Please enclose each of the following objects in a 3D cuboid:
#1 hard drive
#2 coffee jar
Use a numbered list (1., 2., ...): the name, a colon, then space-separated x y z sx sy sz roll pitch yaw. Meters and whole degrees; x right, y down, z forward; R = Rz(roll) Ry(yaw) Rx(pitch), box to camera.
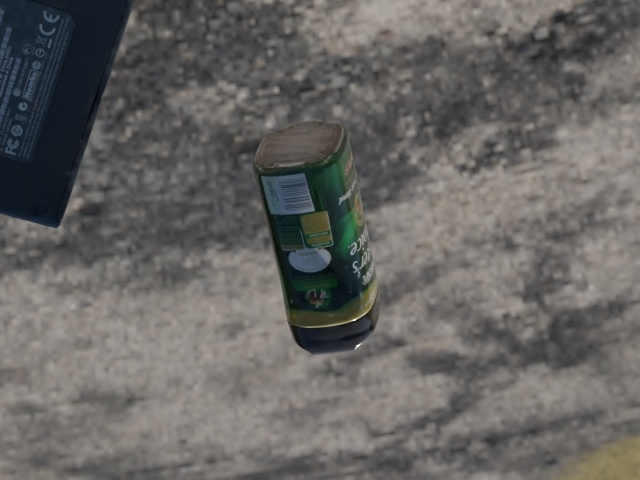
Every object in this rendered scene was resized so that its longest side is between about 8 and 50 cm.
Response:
1. hard drive: -0.137 -0.066 0.499 0.135 0.094 0.022 16 -167 -20
2. coffee jar: 0.000 0.000 1.279 0.079 0.096 0.184 -6 117 12
